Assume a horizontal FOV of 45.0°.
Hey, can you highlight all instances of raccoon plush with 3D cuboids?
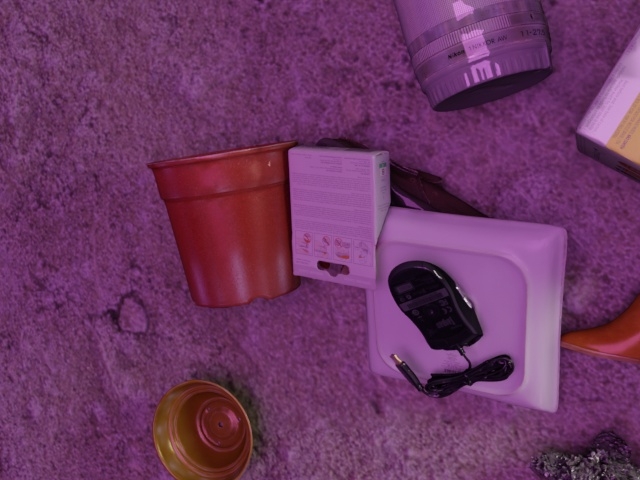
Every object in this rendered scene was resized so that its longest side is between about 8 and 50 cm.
[{"bbox_3d":[0.478,0.384,1.104,0.216,0.446,0.299,-5,58,-18],"label":"raccoon plush"}]

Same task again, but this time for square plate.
[{"bbox_3d":[0.220,0.119,1.279,0.347,0.049,0.343,8,117,27],"label":"square plate"}]

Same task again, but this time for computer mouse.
[{"bbox_3d":[0.176,0.140,1.251,0.184,0.060,0.262,-30,108,34],"label":"computer mouse"}]

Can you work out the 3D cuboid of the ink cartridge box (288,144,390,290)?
[{"bbox_3d":[0.031,-0.042,1.292,0.181,0.056,0.224,9,110,37],"label":"ink cartridge box"}]

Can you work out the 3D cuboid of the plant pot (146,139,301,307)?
[{"bbox_3d":[-0.155,-0.030,1.394,0.273,0.272,0.265,-5,99,21],"label":"plant pot"}]

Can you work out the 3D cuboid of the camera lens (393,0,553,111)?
[{"bbox_3d":[0.236,-0.368,1.237,0.220,0.219,0.274,-16,87,21],"label":"camera lens"}]

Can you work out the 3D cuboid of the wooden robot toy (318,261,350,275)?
[{"bbox_3d":[0.000,0.000,1.421,0.076,0.173,0.079,-47,30,-19],"label":"wooden robot toy"}]

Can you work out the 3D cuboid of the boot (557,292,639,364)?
[{"bbox_3d":[0.532,0.090,1.225,0.295,0.104,0.211,3,89,15],"label":"boot"}]

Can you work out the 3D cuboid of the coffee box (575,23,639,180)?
[{"bbox_3d":[0.586,-0.199,1.053,0.334,0.338,0.338,33,103,15],"label":"coffee box"}]

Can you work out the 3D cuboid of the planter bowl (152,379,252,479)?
[{"bbox_3d":[-0.213,0.371,1.514,0.217,0.090,0.217,1,92,21],"label":"planter bowl"}]

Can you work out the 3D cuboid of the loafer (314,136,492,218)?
[{"bbox_3d":[0.144,-0.064,1.348,0.366,0.130,0.133,36,131,10],"label":"loafer"}]
